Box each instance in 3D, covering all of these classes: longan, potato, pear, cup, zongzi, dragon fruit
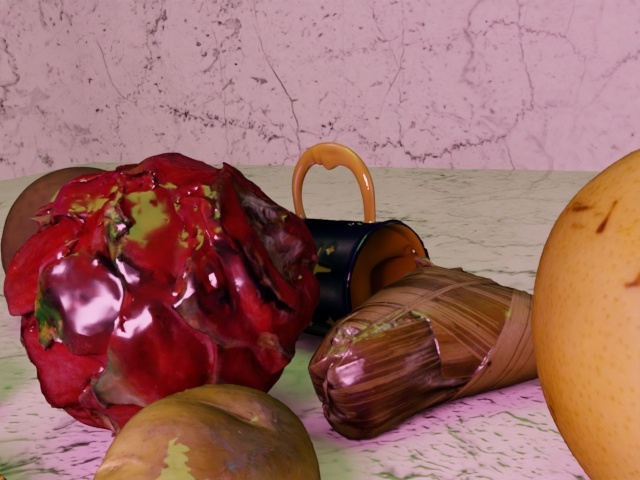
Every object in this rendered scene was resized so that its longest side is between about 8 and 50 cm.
[{"bbox_3d":[-0.394,0.002,1.314,0.258,0.257,0.258,-5,14,1],"label":"longan"},{"bbox_3d":[-0.086,0.197,0.626,0.169,0.143,0.248,36,15,4],"label":"potato"},{"bbox_3d":[0.325,0.072,0.585,0.349,0.348,0.348,-5,14,1],"label":"pear"},{"bbox_3d":[0.012,0.011,1.124,0.256,0.254,0.178,7,-14,42],"label":"cup"},{"bbox_3d":[0.166,0.130,0.859,0.288,0.134,0.286,14,28,33],"label":"zongzi"},{"bbox_3d":[-0.162,0.060,0.836,0.330,0.329,0.329,-5,14,1],"label":"dragon fruit"}]

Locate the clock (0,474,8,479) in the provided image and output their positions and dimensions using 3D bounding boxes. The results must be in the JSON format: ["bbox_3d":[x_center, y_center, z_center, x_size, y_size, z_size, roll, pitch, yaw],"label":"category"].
[{"bbox_3d":[-0.383,0.206,0.624,0.186,0.083,0.253,23,5,34],"label":"clock"}]
